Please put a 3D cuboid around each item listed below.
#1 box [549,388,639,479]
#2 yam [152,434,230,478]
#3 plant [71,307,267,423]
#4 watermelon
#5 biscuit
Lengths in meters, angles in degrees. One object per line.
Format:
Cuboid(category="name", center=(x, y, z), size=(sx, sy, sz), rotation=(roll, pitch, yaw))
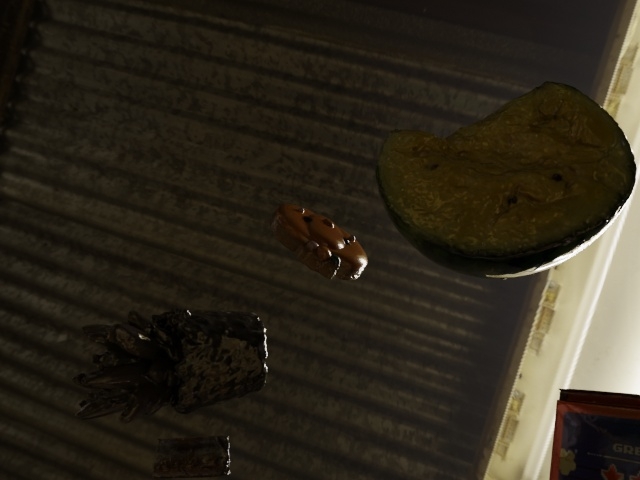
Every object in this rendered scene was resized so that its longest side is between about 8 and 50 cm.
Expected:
Cuboid(category="box", center=(0.598, 0.416, 0.784), size=(0.348, 0.318, 0.257), rotation=(25, -111, -22))
Cuboid(category="yam", center=(-0.240, 0.407, 0.947), size=(0.141, 0.079, 0.079), rotation=(2, -87, -12))
Cuboid(category="plant", center=(-0.265, 0.208, 0.894), size=(0.320, 0.194, 0.182), rotation=(2, -90, -26))
Cuboid(category="watermelon", center=(0.258, -0.063, 0.722), size=(0.330, 0.189, 0.331), rotation=(-10, -126, 14))
Cuboid(category="biscuit", center=(0.002, -0.003, 0.780), size=(0.170, 0.170, 0.050), rotation=(33, -72, 4))
